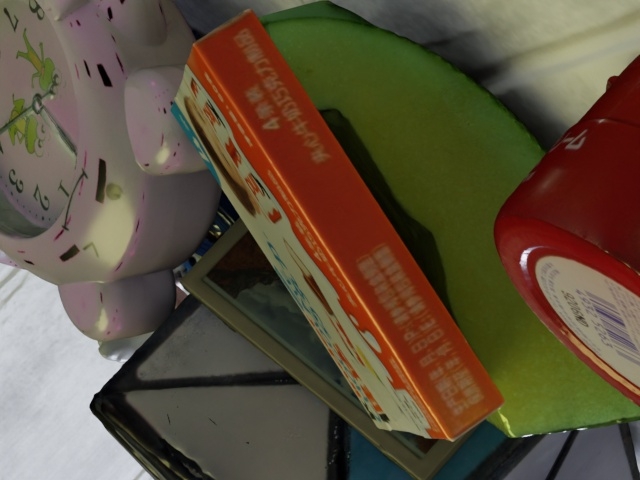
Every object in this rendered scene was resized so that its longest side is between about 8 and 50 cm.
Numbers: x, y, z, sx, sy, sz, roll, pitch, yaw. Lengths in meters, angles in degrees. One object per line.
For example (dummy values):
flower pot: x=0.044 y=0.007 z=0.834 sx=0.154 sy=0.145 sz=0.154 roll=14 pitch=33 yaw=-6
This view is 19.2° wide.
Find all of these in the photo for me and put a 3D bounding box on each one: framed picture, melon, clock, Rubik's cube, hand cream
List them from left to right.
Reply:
clock: x=-0.201 y=-0.102 z=1.473 sx=0.322 sy=0.113 sz=0.295 roll=48 pitch=132 yaw=30
Rubik's cube: x=0.046 y=0.151 z=1.499 sx=0.307 sy=0.305 sz=0.310 roll=40 pitch=170 yaw=27
framed picture: x=0.043 y=0.037 z=1.376 sx=0.250 sy=0.184 sz=0.016 roll=39 pitch=168 yaw=25
melon: x=0.086 y=-0.026 z=1.191 sx=0.323 sy=0.124 sz=0.196 roll=60 pitch=164 yaw=-11
hand cream: x=0.193 y=0.007 z=0.958 sx=0.193 sy=0.125 sz=0.193 roll=39 pitch=165 yaw=13

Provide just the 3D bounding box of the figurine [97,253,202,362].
figurine: x=-0.168 y=0.045 z=2.035 sx=0.154 sy=0.193 sz=0.421 roll=46 pitch=163 yaw=4

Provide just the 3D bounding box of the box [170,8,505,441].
box: x=0.000 y=0.000 z=1.194 sx=0.273 sy=0.048 sz=0.265 roll=56 pitch=172 yaw=0

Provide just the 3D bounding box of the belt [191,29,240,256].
belt: x=-0.127 y=-0.089 z=1.641 sx=0.347 sy=0.117 sz=0.212 roll=28 pitch=161 yaw=48
